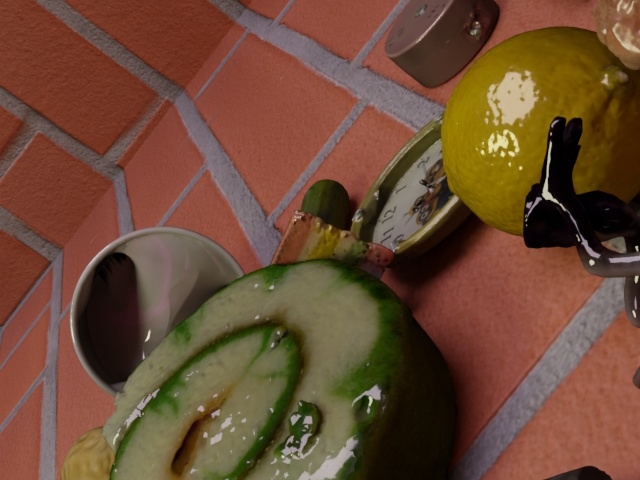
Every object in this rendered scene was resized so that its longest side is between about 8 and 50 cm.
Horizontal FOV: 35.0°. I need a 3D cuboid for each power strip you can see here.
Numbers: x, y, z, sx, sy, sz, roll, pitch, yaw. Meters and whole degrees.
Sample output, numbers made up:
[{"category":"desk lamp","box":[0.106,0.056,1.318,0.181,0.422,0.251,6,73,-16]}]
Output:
[{"category":"power strip","box":[0.163,-0.287,1.369,0.154,0.078,0.154,-44,22,23]}]

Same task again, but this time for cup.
[{"category":"cup","box":[-0.200,0.091,1.312,0.212,0.212,0.317,-56,6,-5]}]

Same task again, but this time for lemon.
[{"category":"lemon","box":[0.195,-0.092,0.856,0.178,0.178,0.203,-65,9,-28]}]

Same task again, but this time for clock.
[{"category":"clock","box":[0.125,-0.055,1.119,0.237,0.057,0.237,-44,21,22]}]

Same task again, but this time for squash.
[{"category":"squash","box":[0.000,0.000,1.289,0.066,0.066,0.229,-40,26,32]}]

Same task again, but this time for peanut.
[{"category":"peanut","box":[-0.206,0.279,1.197,0.313,0.149,0.149,-23,36,46]}]

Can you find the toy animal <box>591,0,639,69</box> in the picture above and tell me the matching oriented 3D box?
[{"category":"toy animal","box":[0.285,-0.128,0.715,0.104,0.185,0.184,-44,25,17]}]

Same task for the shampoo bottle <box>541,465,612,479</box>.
[{"category":"shampoo bottle","box":[0.117,0.218,0.712,0.208,0.063,0.057,-34,38,38]}]

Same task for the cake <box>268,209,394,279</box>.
[{"category":"cake","box":[-0.009,0.058,1.079,0.225,0.109,0.090,120,171,-62]}]

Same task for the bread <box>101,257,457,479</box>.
[{"category":"bread","box":[-0.062,0.183,0.928,0.382,0.129,0.366,-9,43,42]}]

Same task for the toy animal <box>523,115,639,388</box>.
[{"category":"toy animal","box":[0.282,-0.017,0.648,0.324,0.195,0.090,-16,-4,29]}]
